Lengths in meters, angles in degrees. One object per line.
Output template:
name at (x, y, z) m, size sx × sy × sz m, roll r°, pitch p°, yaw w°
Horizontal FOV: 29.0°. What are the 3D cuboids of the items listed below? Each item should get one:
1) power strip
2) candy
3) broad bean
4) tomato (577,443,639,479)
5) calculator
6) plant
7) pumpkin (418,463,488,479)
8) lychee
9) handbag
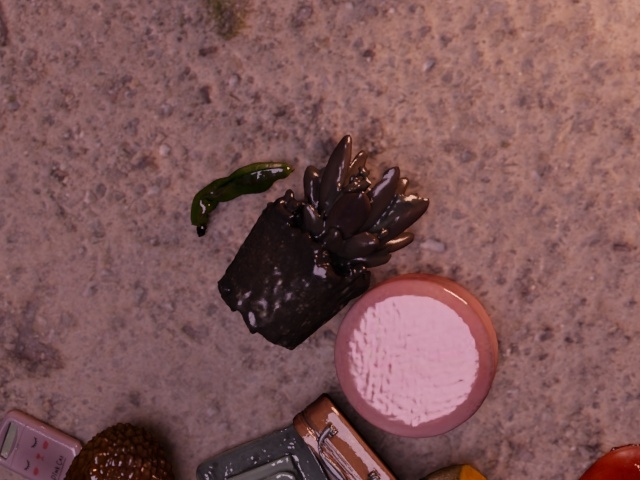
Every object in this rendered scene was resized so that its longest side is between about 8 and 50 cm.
power strip at (-0.084, 0.413, 1.958) m, size 0.213 × 0.064 × 0.198 m, roll -27°, pitch 92°, yaw 15°
candy at (0.144, 0.178, 1.853) m, size 0.255 × 0.094 × 0.255 m, roll 2°, pitch 98°, yaw 13°
broad bean at (-0.131, -0.079, 1.911) m, size 0.195 × 0.046 × 0.061 m, roll -34°, pitch 100°, yaw 21°
tomato at (0.469, 0.417, 1.804) m, size 0.228 × 0.101 × 0.228 m, roll 2°, pitch 97°, yaw 17°
calculator at (-0.472, 0.352, 2.063) m, size 0.175 × 0.032 × 0.100 m, roll 24°, pitch 103°, yaw 10°
plant at (0.000, 0.000, 1.805) m, size 0.181 × 0.194 × 0.321 m, roll 45°, pitch 100°, yaw 23°
pumpkin at (0.240, 0.482, 1.805) m, size 0.139 × 0.222 × 0.317 m, roll -36°, pitch 89°, yaw 15°
lychee at (-0.318, 0.407, 1.945) m, size 0.200 × 0.200 × 0.238 m, roll 10°, pitch 78°, yaw 13°
handbag at (0.043, 0.325, 1.867) m, size 0.072 × 0.151 × 0.193 m, roll -39°, pitch 87°, yaw -2°
